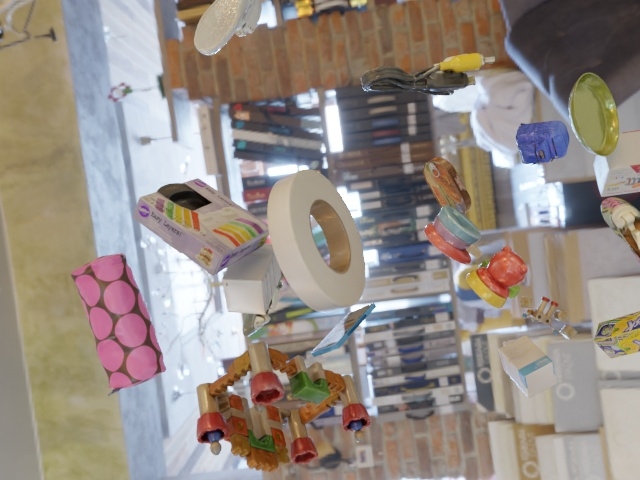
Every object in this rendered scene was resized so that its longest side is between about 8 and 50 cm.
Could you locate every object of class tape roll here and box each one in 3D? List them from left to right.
[{"bbox_3d":[0.000,0.000,1.669,0.392,0.071,0.392,41,-141,-43],"label":"tape roll"}]

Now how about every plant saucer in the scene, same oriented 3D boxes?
[{"bbox_3d":[0.771,-0.353,1.777,0.037,0.240,0.241,-10,87,52],"label":"plant saucer"}]

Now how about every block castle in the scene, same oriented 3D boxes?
[{"bbox_3d":[-0.103,0.487,1.739,0.453,0.303,0.213,31,-151,-42],"label":"block castle"}]

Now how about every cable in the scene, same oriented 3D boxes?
[{"bbox_3d":[0.193,-0.327,1.230,0.139,0.287,0.072,170,94,-67],"label":"cable"}]

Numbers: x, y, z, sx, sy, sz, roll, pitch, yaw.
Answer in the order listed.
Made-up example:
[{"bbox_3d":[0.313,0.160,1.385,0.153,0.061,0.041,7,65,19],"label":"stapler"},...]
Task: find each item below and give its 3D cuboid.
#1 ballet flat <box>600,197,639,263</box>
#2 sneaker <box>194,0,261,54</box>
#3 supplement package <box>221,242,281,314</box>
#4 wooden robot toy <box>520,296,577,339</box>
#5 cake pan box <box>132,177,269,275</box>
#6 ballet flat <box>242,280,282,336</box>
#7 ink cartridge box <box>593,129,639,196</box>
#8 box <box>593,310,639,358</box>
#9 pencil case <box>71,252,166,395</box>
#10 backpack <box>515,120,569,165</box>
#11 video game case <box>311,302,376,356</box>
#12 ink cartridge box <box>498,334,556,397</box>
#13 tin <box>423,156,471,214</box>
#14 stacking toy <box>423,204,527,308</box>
[{"bbox_3d":[0.754,-0.020,1.499,0.079,0.076,0.222,23,-143,-61],"label":"ballet flat"},{"bbox_3d":[-0.245,-0.607,1.763,0.169,0.108,0.293,72,-138,-69],"label":"sneaker"},{"bbox_3d":[-0.174,0.095,1.618,0.179,0.105,0.105,-70,-19,-57],"label":"supplement package"},{"bbox_3d":[0.590,0.194,1.651,0.076,0.173,0.079,-62,1,-4],"label":"wooden robot toy"},{"bbox_3d":[-0.288,-0.045,1.540,0.070,0.266,0.245,-62,-15,25],"label":"cake pan box"},{"bbox_3d":[-0.172,0.206,1.868,0.072,0.068,0.213,3,-67,-57],"label":"ballet flat"},{"bbox_3d":[0.936,-0.236,1.940,0.176,0.128,0.128,57,-152,-62],"label":"ink cartridge box"},{"bbox_3d":[0.628,0.177,1.223,0.169,0.059,0.054,-36,15,51],"label":"box"},{"bbox_3d":[-0.321,0.128,0.980,0.095,0.098,0.210,-19,-87,-62],"label":"pencil case"},{"bbox_3d":[0.573,-0.245,1.604,0.098,0.120,0.101,57,-138,-35],"label":"backpack"},{"bbox_3d":[0.059,0.223,1.564,0.015,0.166,0.119,52,143,-6],"label":"video game case"},{"bbox_3d":[0.558,0.336,1.703,0.092,0.089,0.143,68,174,-33],"label":"ink cartridge box"},{"bbox_3d":[0.370,-0.155,1.826,0.106,0.040,0.190,-16,108,58],"label":"tin"},{"bbox_3d":[0.450,0.025,1.689,0.279,0.130,0.309,5,-140,-54],"label":"stacking toy"}]
